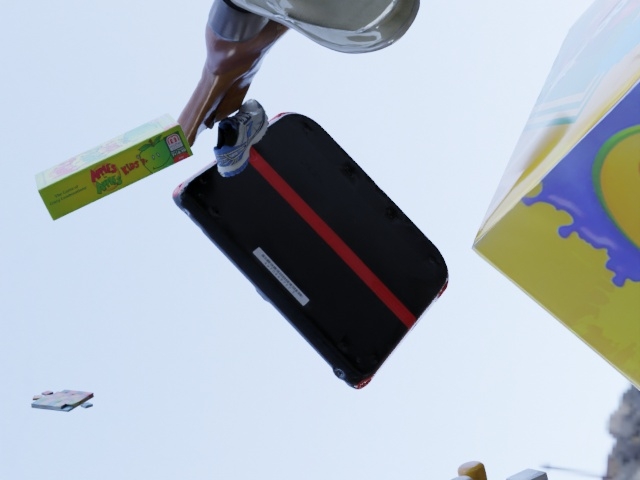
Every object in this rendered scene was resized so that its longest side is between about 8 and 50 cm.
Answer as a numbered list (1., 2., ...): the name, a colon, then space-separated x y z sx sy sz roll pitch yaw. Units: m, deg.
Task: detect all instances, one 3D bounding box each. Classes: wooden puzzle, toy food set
1. wooden puzzle: -0.282 0.175 1.316 0.049 0.083 0.006 -29 -62 -63
2. toy food set: 0.241 0.368 1.587 0.111 0.232 0.104 -18 -84 -28

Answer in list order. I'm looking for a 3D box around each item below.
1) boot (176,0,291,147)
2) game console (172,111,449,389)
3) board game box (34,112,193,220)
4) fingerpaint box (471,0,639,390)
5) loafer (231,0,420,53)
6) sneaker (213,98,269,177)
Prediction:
1. boot: -0.071 -0.260 1.605 0.264 0.096 0.280 -47 -10 -38
2. game console: 0.000 0.000 1.788 0.386 0.060 0.342 46 -137 1
3. board game box: -0.249 -0.090 1.444 0.181 0.092 0.043 -26 -70 -8
4. fingerpaint box: 0.335 0.018 0.716 0.445 0.163 0.371 39 -148 -4
5. loafer: -0.016 -0.282 1.341 0.092 0.268 0.102 35 -103 -59
6. sneaker: -0.113 -0.154 1.670 0.058 0.052 0.135 61 -144 -43
